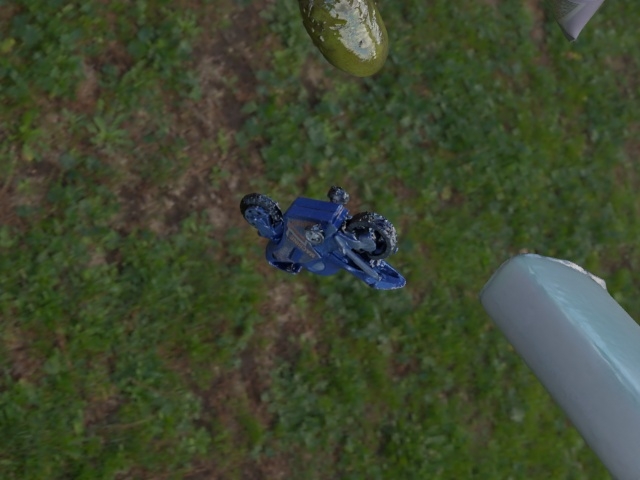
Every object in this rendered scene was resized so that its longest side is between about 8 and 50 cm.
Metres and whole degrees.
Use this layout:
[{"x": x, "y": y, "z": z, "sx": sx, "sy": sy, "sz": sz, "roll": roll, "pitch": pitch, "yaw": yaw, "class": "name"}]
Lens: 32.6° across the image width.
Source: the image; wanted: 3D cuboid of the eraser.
[{"x": 0.282, "y": 0.139, "z": 1.019, "sx": 0.189, "sy": 0.104, "sz": 0.290, "roll": 32, "pitch": 17, "yaw": -35, "class": "eraser"}]

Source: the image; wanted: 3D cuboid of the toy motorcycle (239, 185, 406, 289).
[{"x": 0.000, "y": 0.000, "z": 1.284, "sx": 0.076, "sy": 0.205, "sz": 0.114, "roll": -58, "pitch": 149, "yaw": -38, "class": "toy motorcycle"}]

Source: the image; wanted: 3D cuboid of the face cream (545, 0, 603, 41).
[{"x": 0.293, "y": -0.320, "z": 1.297, "sx": 0.096, "sy": 0.274, "sz": 0.154, "roll": -35, "pitch": 93, "yaw": -2, "class": "face cream"}]

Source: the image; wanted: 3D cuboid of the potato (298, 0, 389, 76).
[{"x": 0.042, "y": -0.366, "z": 1.858, "sx": 0.251, "sy": 0.113, "sz": 0.149, "roll": 45, "pitch": 44, "yaw": -60, "class": "potato"}]
